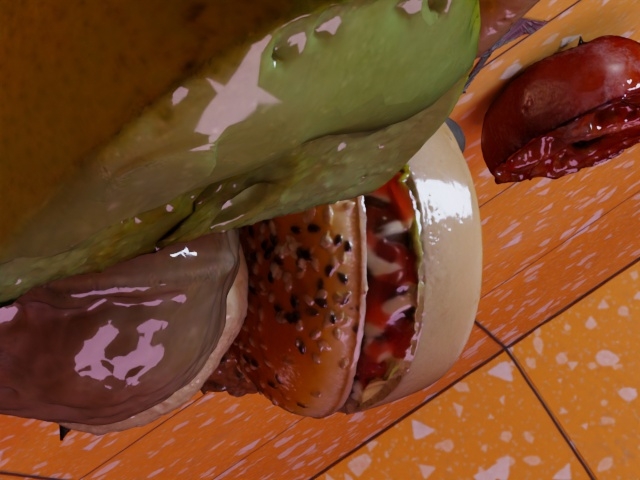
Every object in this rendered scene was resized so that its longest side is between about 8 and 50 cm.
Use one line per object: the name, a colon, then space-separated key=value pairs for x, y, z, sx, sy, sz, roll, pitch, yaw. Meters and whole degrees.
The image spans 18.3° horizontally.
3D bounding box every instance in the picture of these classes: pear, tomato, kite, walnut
pear: x=-0.056 y=-0.141 z=1.114 sx=0.342 sy=0.238 sz=0.318 roll=-18 pitch=161 yaw=-42
tomato: x=0.268 y=-0.146 z=2.078 sx=0.228 sy=0.101 sz=0.228 roll=-22 pitch=164 yaw=-7
kite: x=0.165 y=-0.182 z=1.922 sx=0.137 sy=0.005 sz=0.152 roll=-28 pitch=165 yaw=-17
walnut: x=-0.165 y=0.000 z=1.319 sx=0.248 sy=0.248 sz=0.248 roll=-31 pitch=165 yaw=-9

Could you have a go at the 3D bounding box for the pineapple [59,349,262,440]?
pineapple: x=-0.129 y=0.082 z=1.790 sx=0.340 sy=0.169 sz=0.169 roll=-11 pitch=159 yaw=-18

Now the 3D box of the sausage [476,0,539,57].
sausage: x=0.193 y=-0.252 z=1.643 sx=0.066 sy=0.066 sz=0.301 roll=-17 pitch=160 yaw=-47

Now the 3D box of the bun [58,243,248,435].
bun: x=-0.172 y=0.034 z=1.507 sx=0.220 sy=0.220 sz=0.134 roll=-34 pitch=160 yaw=3

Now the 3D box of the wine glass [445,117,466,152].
wine glass: x=0.086 y=-0.101 z=1.904 sx=0.066 sy=0.066 sz=0.198 roll=-38 pitch=164 yaw=19

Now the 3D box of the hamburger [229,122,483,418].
hamburger: x=0.000 y=0.000 z=1.608 sx=0.176 sy=0.300 sz=0.300 roll=-6 pitch=154 yaw=-27
